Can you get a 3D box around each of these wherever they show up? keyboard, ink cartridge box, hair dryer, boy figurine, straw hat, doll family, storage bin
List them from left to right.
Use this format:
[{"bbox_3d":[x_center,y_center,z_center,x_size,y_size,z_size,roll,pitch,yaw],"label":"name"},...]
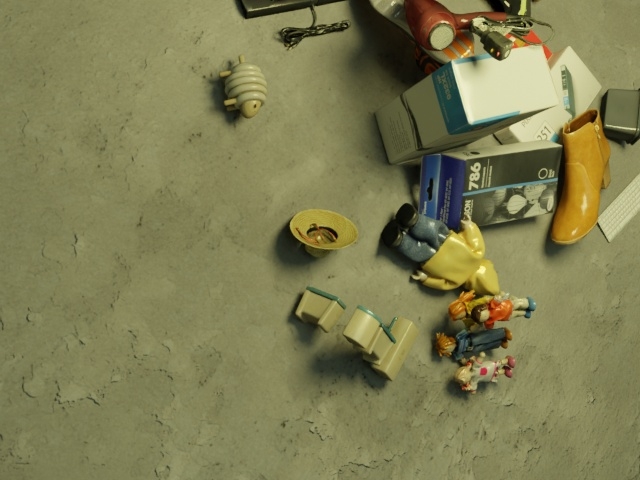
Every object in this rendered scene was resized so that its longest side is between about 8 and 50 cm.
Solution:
[{"bbox_3d":[-0.020,-0.515,1.497,0.317,0.033,0.201,-20,92,-24],"label":"keyboard"},{"bbox_3d":[0.000,0.000,1.426,0.144,0.144,0.061,-3,126,-24],"label":"straw hat"},{"bbox_3d":[0.277,0.026,1.521,0.285,0.092,0.177,28,105,-20],"label":"boy figurine"},{"bbox_3d":[0.285,-0.269,1.452,0.223,0.307,0.129,-17,89,-24],"label":"ink cartridge box"},{"bbox_3d":[0.272,-0.404,1.360,0.223,0.293,0.080,-28,141,-46],"label":"hair dryer"},{"bbox_3d":[0.331,0.195,1.516,0.163,0.118,0.263,-5,122,-19],"label":"doll family"},{"bbox_3d":[0.372,-0.120,1.564,0.333,0.065,0.165,-10,116,-21],"label":"ink cartridge box"},{"bbox_3d":[0.502,-0.353,1.690,0.261,0.066,0.296,44,69,-15],"label":"ink cartridge box"},{"bbox_3d":[0.750,-0.315,1.788,0.091,0.098,0.135,11,79,6],"label":"storage bin"},{"bbox_3d":[0.788,-0.100,1.815,0.256,0.014,0.072,-40,100,-22],"label":"keyboard"}]

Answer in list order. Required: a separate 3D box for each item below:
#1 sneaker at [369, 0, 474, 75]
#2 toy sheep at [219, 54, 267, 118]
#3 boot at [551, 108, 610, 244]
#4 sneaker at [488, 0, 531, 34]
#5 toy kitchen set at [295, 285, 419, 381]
[{"bbox_3d":[0.205,-0.458,1.537,0.124,0.180,0.321,-35,74,2],"label":"sneaker"},{"bbox_3d":[-0.147,-0.300,1.387,0.091,0.091,0.132,-7,82,-24],"label":"toy sheep"},{"bbox_3d":[0.587,-0.153,1.651,0.295,0.104,0.211,-50,128,-32],"label":"boot"},{"bbox_3d":[0.429,-0.599,1.660,0.097,0.084,0.234,-12,103,-8],"label":"sneaker"},{"bbox_3d":[0.075,0.166,1.444,0.122,0.166,0.207,-58,143,-18],"label":"toy kitchen set"}]
